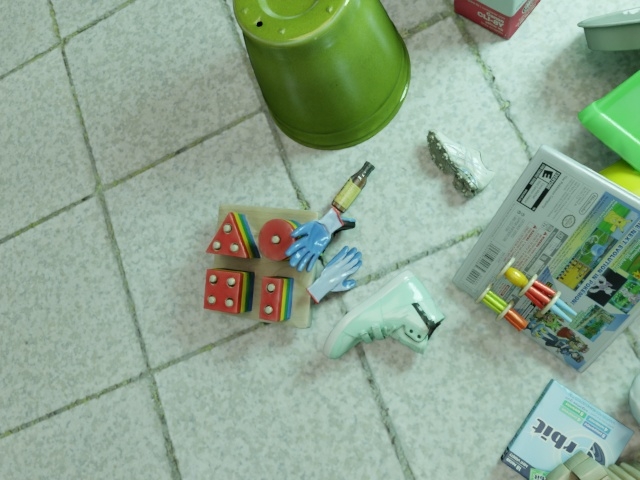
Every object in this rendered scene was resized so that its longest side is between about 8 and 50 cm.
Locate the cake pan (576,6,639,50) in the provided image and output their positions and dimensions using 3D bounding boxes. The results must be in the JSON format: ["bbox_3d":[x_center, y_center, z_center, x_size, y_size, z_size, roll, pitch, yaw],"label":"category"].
[{"bbox_3d":[0.645,-0.410,0.978,0.292,0.293,0.054,-7,113,14],"label":"cake pan"}]

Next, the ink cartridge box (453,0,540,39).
[{"bbox_3d":[0.401,-0.632,1.010,0.160,0.384,0.279,40,92,19],"label":"ink cartridge box"}]

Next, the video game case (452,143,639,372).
[{"bbox_3d":[0.448,0.039,0.959,0.299,0.036,0.329,37,124,19],"label":"video game case"}]

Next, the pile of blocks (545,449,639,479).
[{"bbox_3d":[0.578,0.442,0.864,0.361,0.112,0.149,-1,84,7],"label":"pile of blocks"}]

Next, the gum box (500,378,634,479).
[{"bbox_3d":[0.457,0.383,0.974,0.156,0.041,0.185,33,88,18],"label":"gum box"}]

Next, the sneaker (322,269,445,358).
[{"bbox_3d":[0.133,0.194,1.070,0.256,0.094,0.151,-40,66,2],"label":"sneaker"}]

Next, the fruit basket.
[{"bbox_3d":[0.629,-0.115,0.952,0.391,0.282,0.393,23,125,38],"label":"fruit basket"}]

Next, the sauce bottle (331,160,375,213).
[{"bbox_3d":[0.076,-0.122,1.181,0.042,0.042,0.128,37,88,19],"label":"sauce bottle"}]

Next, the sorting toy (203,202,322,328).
[{"bbox_3d":[-0.141,0.051,1.142,0.256,0.089,0.256,6,91,25],"label":"sorting toy"}]

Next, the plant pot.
[{"bbox_3d":[-0.011,-0.428,1.101,0.365,0.353,0.367,-3,78,15],"label":"plant pot"}]

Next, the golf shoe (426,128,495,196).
[{"bbox_3d":[0.302,-0.179,1.128,0.086,0.069,0.176,-30,75,-13],"label":"golf shoe"}]

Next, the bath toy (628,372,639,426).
[{"bbox_3d":[0.713,0.306,0.881,0.347,0.129,0.151,0,35,14],"label":"bath toy"}]

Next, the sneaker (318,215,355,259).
[{"bbox_3d":[0.000,0.000,1.170,0.188,0.067,0.078,-27,80,14],"label":"sneaker"}]

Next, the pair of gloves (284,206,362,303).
[{"bbox_3d":[0.014,0.038,1.099,0.159,0.198,0.023,-42,28,-22],"label":"pair of gloves"}]

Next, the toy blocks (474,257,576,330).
[{"bbox_3d":[0.384,0.122,0.976,0.148,0.054,0.123,40,124,16],"label":"toy blocks"}]
